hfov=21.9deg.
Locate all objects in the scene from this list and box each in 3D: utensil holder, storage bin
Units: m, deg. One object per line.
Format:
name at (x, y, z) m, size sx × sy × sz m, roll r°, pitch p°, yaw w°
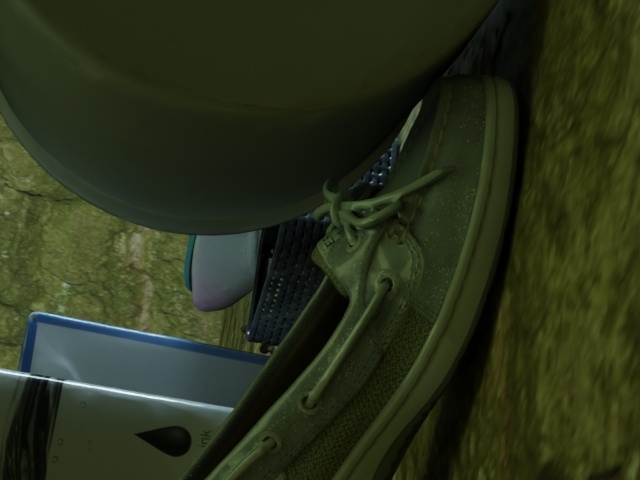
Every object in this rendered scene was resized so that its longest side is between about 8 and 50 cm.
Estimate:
utensil holder at (-0.055, -0.187, 0.990) m, size 0.385 × 0.328 × 0.327 m, roll 140°, pitch 140°, yaw -79°
storage bin at (0.000, 0.000, 1.299) m, size 0.180 × 0.084 × 0.122 m, roll 108°, pitch 170°, yaw -57°

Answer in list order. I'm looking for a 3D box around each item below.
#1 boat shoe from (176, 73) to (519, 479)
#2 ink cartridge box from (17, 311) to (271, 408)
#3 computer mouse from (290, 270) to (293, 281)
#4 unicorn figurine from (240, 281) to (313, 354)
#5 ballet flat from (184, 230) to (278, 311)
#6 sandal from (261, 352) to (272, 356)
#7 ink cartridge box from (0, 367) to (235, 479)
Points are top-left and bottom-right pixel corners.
boat shoe at (0.008, 0.053, 0.865) m, size 0.118 × 0.103 × 0.320 m, roll -98°, pitch 33°, yaw -74°
ink cartridge box at (-0.163, 0.183, 1.627) m, size 0.395 × 0.270 × 0.151 m, roll 129°, pitch 153°, yaw -77°
computer mouse at (-0.013, 0.004, 1.631) m, size 0.071 × 0.041 × 0.242 m, roll 125°, pitch 156°, yaw -78°
unicorn figurine at (-0.024, 0.054, 1.533) m, size 0.111 × 0.060 × 0.162 m, roll -44°, pitch 25°, yaw -9°
ballet flat at (-0.023, -0.082, 1.432) m, size 0.139 × 0.139 × 0.400 m, roll -89°, pitch 12°, yaw -58°
sandal at (-0.098, 0.189, 1.936) m, size 0.088 × 0.079 × 0.240 m, roll -86°, pitch 9°, yaw -50°
ink cartridge box at (-0.201, 0.250, 1.259) m, size 0.166 × 0.395 × 0.285 m, roll 132°, pitch 147°, yaw -80°
